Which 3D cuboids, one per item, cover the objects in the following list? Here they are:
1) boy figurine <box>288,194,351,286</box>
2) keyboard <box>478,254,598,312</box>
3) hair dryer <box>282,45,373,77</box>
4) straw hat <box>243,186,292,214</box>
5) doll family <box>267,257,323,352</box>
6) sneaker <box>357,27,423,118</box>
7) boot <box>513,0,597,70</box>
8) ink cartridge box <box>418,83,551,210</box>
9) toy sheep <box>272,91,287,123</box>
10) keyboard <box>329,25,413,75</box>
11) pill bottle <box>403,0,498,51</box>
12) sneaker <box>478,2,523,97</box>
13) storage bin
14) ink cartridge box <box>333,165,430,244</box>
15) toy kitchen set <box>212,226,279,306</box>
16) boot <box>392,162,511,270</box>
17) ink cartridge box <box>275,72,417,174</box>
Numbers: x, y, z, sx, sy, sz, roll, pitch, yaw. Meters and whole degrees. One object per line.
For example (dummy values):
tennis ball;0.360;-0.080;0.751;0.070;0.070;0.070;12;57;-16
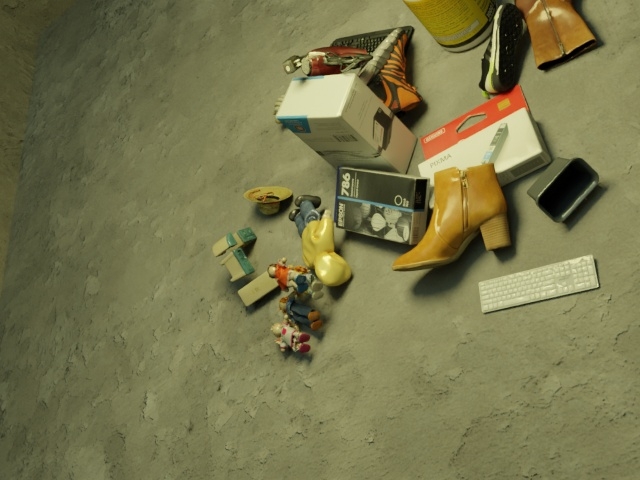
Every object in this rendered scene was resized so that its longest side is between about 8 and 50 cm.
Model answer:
boy figurine;0.000;0.000;1.906;0.285;0.092;0.177;63;142;40
keyboard;0.461;0.095;1.530;0.256;0.014;0.072;-18;56;33
hair dryer;0.051;-0.452;1.842;0.223;0.293;0.080;6;114;19
straw hat;-0.155;-0.111;2.130;0.144;0.144;0.061;23;124;45
doll family;-0.061;0.159;1.859;0.163;0.118;0.263;21;118;50
sneaker;0.203;-0.442;1.966;0.124;0.180;0.321;-39;17;52
boot;0.605;-0.581;1.725;0.264;0.096;0.280;-27;53;27
ink cartridge box;0.378;-0.233;1.746;0.296;0.066;0.261;-28;53;26
toy sheep;-0.101;-0.422;2.246;0.091;0.091;0.132;18;74;44
keyboard;0.125;-0.549;2.160;0.317;0.033;0.201;3;69;42
pill bottle;0.309;-0.655;1.846;0.188;0.334;0.188;-19;56;32
sneaker;0.438;-0.479;1.797;0.097;0.084;0.234;5;84;60
storage bin;0.521;-0.115;1.551;0.135;0.098;0.091;-49;17;8
ink cartridge box;0.130;-0.097;1.829;0.333;0.065;0.165;13;104;48
toy kitchen set;-0.189;0.058;2.071;0.122;0.166;0.207;-34;86;22
boot;0.284;-0.054;1.658;0.295;0.104;0.211;-17;79;20
ink cartridge box;0.073;-0.292;1.866;0.223;0.307;0.129;7;69;42
